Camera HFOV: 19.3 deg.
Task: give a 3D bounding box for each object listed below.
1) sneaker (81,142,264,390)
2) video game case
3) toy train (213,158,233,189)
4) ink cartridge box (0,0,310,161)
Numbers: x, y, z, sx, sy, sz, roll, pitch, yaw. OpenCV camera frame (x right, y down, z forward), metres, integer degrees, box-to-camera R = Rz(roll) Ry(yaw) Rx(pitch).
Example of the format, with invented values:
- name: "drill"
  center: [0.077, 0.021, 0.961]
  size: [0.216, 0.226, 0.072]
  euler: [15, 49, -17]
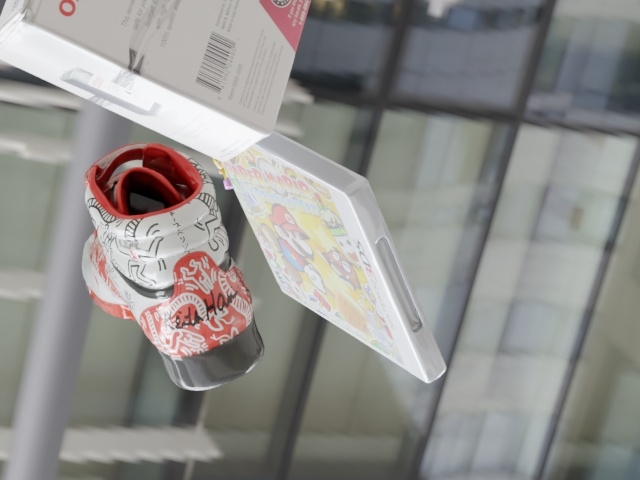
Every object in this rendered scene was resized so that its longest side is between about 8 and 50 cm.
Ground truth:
- name: "sneaker"
  center: [-0.121, -0.009, 1.317]
  size: [0.090, 0.145, 0.270]
  euler: [-23, -156, -13]
- name: "video game case"
  center: [0.000, 0.000, 1.573]
  size: [0.026, 0.206, 0.227]
  euler: [-37, -144, -18]
- name: "toy train"
  center: [-0.104, -0.128, 2.128]
  size: [0.046, 0.125, 0.166]
  euler: [-15, -163, -5]
- name: "ink cartridge box"
  center: [-0.131, -0.180, 1.488]
  size: [0.218, 0.158, 0.092]
  euler: [25, 155, -22]
